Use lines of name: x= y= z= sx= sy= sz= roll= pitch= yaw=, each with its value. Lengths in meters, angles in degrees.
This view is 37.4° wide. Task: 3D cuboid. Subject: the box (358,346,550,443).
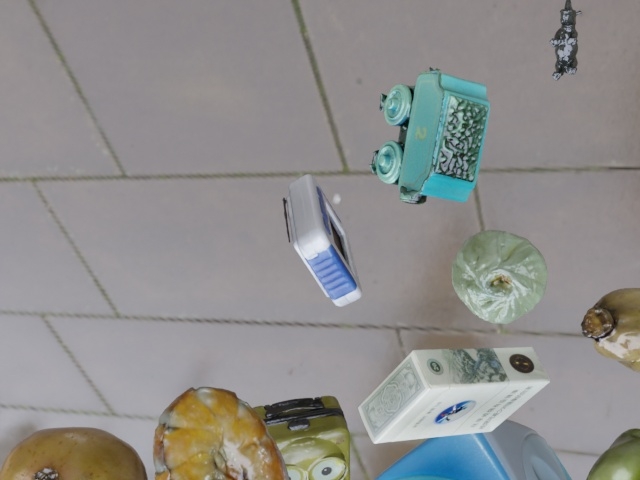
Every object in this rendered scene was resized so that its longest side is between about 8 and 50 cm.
box: x=0.208 y=0.238 z=1.469 sx=0.256 sy=0.069 sz=0.164 roll=3 pitch=139 yaw=-35

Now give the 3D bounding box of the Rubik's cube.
Rubik's cube: x=0.340 y=0.594 z=1.947 sx=0.347 sy=0.351 sz=0.352 roll=-42 pitch=138 yaw=18

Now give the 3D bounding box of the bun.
bun: x=0.361 y=0.071 z=1.922 sx=0.195 sy=0.118 sz=0.195 roll=1 pitch=94 yaw=17

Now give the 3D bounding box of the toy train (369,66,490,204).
toy train: x=0.167 y=-0.152 z=1.407 sx=0.112 sy=0.203 sz=0.163 roll=6 pitch=-176 yaw=-30

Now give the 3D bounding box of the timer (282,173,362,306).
timer: x=0.000 y=0.000 z=1.812 sx=0.078 sy=0.253 sz=0.178 roll=-26 pitch=120 yaw=9

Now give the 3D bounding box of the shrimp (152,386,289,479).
shrimp: x=-0.096 y=0.317 z=1.068 sx=0.164 sy=0.316 sz=0.062 roll=-7 pitch=163 yaw=-32

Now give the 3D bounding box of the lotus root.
lotus root: x=0.552 y=0.159 z=1.604 sx=0.257 sy=0.154 sz=0.140 roll=14 pitch=131 yaw=-35

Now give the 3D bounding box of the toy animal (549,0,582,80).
toy animal: x=0.421 y=-0.347 z=1.617 sx=0.047 sy=0.065 sz=0.135 roll=4 pitch=120 yaw=25

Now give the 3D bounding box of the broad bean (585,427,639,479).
broad bean: x=0.441 y=0.337 z=1.385 sx=0.082 sy=0.174 sz=0.124 roll=38 pitch=122 yaw=34

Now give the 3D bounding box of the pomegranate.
pomegranate: x=-0.294 y=0.311 z=1.110 sx=0.191 sy=0.191 sz=0.191 roll=10 pitch=141 yaw=9

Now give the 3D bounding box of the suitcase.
suitcase: x=-0.040 y=0.414 z=1.774 sx=0.194 sy=0.143 sz=0.234 roll=-8 pitch=125 yaw=-10
